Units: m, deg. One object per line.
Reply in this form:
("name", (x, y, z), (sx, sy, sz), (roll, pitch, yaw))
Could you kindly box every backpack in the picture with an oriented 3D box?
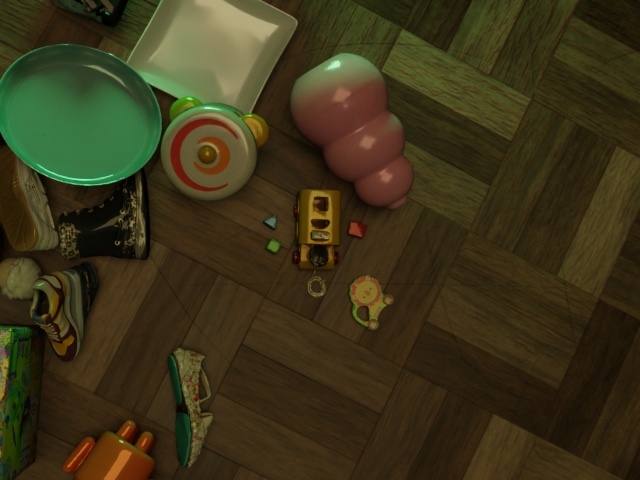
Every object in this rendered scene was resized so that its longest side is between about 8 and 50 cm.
("backpack", (-0.485, -0.524, 1.723), (0.182, 0.115, 0.152), (20, 72, -5))

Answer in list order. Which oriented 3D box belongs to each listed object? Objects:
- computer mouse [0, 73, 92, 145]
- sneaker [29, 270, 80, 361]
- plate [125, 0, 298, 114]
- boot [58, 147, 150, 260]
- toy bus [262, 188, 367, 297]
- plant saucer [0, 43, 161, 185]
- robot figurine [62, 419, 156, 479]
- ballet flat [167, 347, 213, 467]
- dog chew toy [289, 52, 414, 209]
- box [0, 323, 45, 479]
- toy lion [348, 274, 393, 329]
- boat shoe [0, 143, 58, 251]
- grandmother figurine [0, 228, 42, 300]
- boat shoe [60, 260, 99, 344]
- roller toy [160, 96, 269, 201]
("computer mouse", (-0.584, -0.279, 1.680), (0.262, 0.060, 0.184), (-3, 63, -14))
("sneaker", (-0.521, 0.156, 1.624), (0.069, 0.084, 0.186), (0, 106, 23))
("plate", (-0.229, -0.409, 1.782), (0.277, 0.045, 0.278), (27, 83, -5))
("boot", (-0.442, -0.072, 1.709), (0.178, 0.085, 0.237), (-4, 85, -5))
("toy bus", (-0.005, -0.012, 1.750), (0.191, 0.104, 0.202), (-45, 92, -8))
("plant saucer", (-0.474, -0.242, 1.656), (0.317, 0.044, 0.318), (10, 63, -20))
("robot figurine", (-0.407, 0.462, 1.639), (0.158, 0.128, 0.219), (44, 70, -29))
("ballet flat", (-0.257, 0.336, 1.705), (0.077, 0.091, 0.241), (-5, 90, -30))
("dog chew toy", (0.080, -0.214, 1.736), (0.206, 0.206, 0.332), (-32, 98, -9))
("box", (-0.631, 0.294, 1.550), (0.177, 0.290, 0.279), (3, 84, -7))
("toy lion", (0.100, 0.128, 1.792), (0.096, 0.034, 0.100), (31, 83, 3))
("boat shoe", (-0.600, -0.096, 1.689), (0.098, 0.096, 0.277), (-31, 70, 22))
("grandmother figurine", (-0.709, 0.013, 1.665), (0.342, 0.104, 0.208), (30, 110, -7))
("boat shoe", (-0.486, 0.135, 1.698), (0.065, 0.083, 0.183), (15, 111, 18))
("roller toy", (-0.217, -0.178, 1.693), (0.209, 0.146, 0.191), (13, 102, -3))
